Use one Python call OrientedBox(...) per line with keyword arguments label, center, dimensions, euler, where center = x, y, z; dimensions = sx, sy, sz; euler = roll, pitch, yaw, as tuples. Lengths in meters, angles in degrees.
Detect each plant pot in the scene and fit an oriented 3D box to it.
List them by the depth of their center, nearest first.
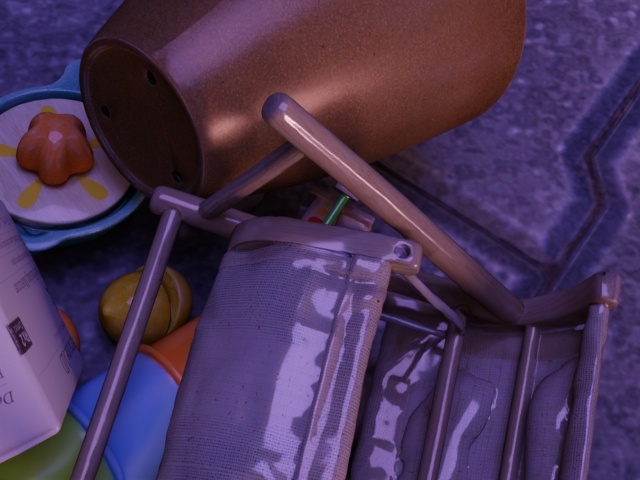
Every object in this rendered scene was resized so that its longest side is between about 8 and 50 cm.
OrientedBox(label="plant pot", center=(-0.027, -0.132, 0.778), dimensions=(0.237, 0.237, 0.254), euler=(41, 52, 17))

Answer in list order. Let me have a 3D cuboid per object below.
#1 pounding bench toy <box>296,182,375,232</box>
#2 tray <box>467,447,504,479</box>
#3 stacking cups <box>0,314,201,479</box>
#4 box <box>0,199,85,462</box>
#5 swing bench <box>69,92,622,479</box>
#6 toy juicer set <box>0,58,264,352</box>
OrientedBox(label="pounding bench toy", center=(0.000, 0.000, 0.800), dimensions=(0.052, 0.083, 0.065), euler=(28, 54, 8))
OrientedBox(label="tray", center=(0.160, 0.264, 0.660), dimensions=(0.270, 0.030, 0.145), euler=(42, 82, 17))
OrientedBox(label="stacking cups", center=(-0.122, 0.108, 0.694), dimensions=(0.316, 0.096, 0.096), euler=(-36, 69, -31))
OrientedBox(label="box", center=(-0.235, 0.069, 0.600), dimensions=(0.182, 0.181, 0.119), euler=(-25, 97, -6))
OrientedBox(label="swing bench", center=(0.012, 0.105, 0.627), dimensions=(0.254, 0.165, 0.253), euler=(27, 61, -22))
OrientedBox(label="toy juicer set", center=(-0.153, -0.032, 0.787), dimensions=(0.209, 0.089, 0.329), euler=(35, 56, 13))
